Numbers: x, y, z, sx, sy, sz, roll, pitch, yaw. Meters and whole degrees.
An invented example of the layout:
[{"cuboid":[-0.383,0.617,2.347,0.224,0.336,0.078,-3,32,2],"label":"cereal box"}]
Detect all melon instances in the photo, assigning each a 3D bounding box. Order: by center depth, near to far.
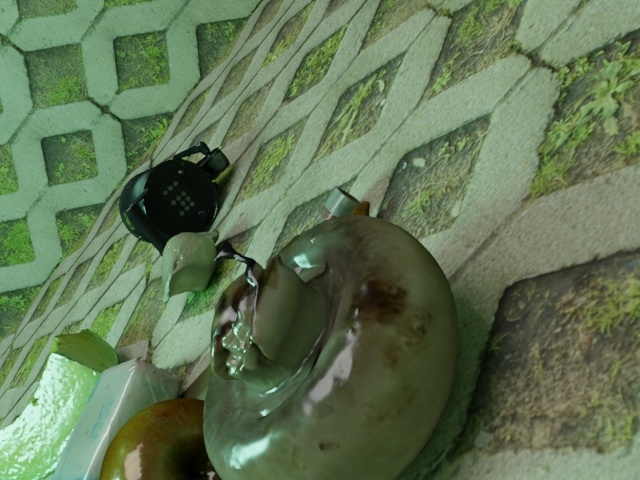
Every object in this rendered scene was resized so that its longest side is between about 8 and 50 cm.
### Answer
[{"cuboid":[-0.625,0.398,1.689,0.331,0.226,0.344,29,97,53],"label":"melon"}]

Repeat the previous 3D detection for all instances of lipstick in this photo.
[{"cuboid":[0.001,0.000,1.256,0.186,0.057,0.063,-56,25,12],"label":"lipstick"}]

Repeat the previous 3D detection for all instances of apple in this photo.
[{"cuboid":[-0.198,0.341,1.008,0.207,0.236,0.237,-49,22,45],"label":"apple"}]

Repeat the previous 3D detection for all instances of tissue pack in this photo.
[{"cuboid":[-0.385,0.371,1.350,0.201,0.124,0.271,-22,39,45],"label":"tissue pack"}]

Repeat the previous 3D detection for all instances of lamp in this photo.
[{"cuboid":[-0.409,-0.088,1.891,0.272,0.205,0.374,-22,23,42],"label":"lamp"}]

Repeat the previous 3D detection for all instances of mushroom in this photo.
[{"cuboid":[-0.020,0.127,0.849,0.362,0.294,0.362,-39,31,30],"label":"mushroom"}]

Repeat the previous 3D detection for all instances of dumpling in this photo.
[{"cuboid":[-0.306,0.068,1.634,0.166,0.126,0.216,-59,23,32],"label":"dumpling"}]

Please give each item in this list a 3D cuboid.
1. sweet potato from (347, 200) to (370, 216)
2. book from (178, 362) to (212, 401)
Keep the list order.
[{"cuboid":[0.037,0.026,1.162,0.055,0.058,0.202,14,70,18],"label":"sweet potato"},{"cuboid":[-0.255,0.359,1.299,0.310,0.021,0.217,-46,26,18],"label":"book"}]
